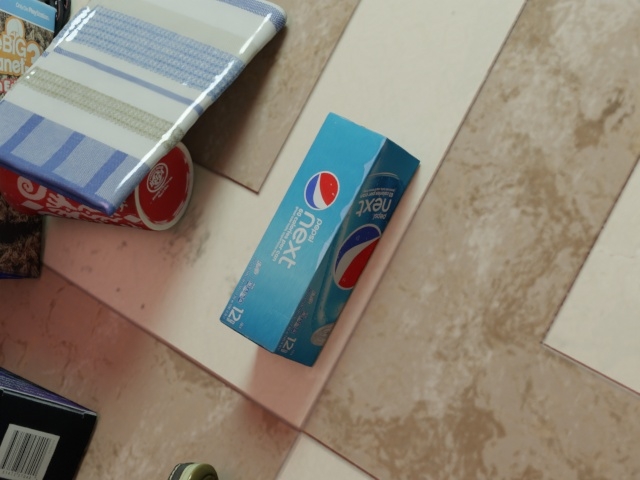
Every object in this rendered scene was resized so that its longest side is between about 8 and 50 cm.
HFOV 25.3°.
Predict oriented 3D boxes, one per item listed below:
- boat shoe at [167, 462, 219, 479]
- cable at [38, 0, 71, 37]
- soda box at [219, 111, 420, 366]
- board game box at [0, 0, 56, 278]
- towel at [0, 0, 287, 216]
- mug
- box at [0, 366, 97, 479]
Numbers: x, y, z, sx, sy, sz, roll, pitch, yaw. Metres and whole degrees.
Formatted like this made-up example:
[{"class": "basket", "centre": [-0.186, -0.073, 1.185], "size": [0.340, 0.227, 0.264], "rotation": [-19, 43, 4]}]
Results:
[{"class": "boat shoe", "centre": [-0.151, 0.298, 1.246], "size": [0.073, 0.080, 0.224], "rotation": [12, 86, 30]}, {"class": "cable", "centre": [-0.360, -0.255, 1.584], "size": [0.184, 0.047, 0.151], "rotation": [13, 82, 36]}, {"class": "soda box", "centre": [0.000, 0.000, 1.254], "size": [0.071, 0.067, 0.210], "rotation": [28, 91, 36]}, {"class": "board game box", "centre": [-0.394, -0.116, 1.417], "size": [0.141, 0.232, 0.291], "rotation": [-1, 83, 26]}, {"class": "towel", "centre": [-0.186, -0.154, 1.370], "size": [0.209, 0.034, 0.285], "rotation": [22, 61, 30]}, {"class": "mug", "centre": [-0.213, -0.085, 1.396], "size": [0.169, 0.113, 0.150], "rotation": [12, 83, 32]}, {"class": "box", "centre": [-0.348, 0.170, 1.370], "size": [0.207, 0.153, 0.108], "rotation": [19, 85, 35]}]
